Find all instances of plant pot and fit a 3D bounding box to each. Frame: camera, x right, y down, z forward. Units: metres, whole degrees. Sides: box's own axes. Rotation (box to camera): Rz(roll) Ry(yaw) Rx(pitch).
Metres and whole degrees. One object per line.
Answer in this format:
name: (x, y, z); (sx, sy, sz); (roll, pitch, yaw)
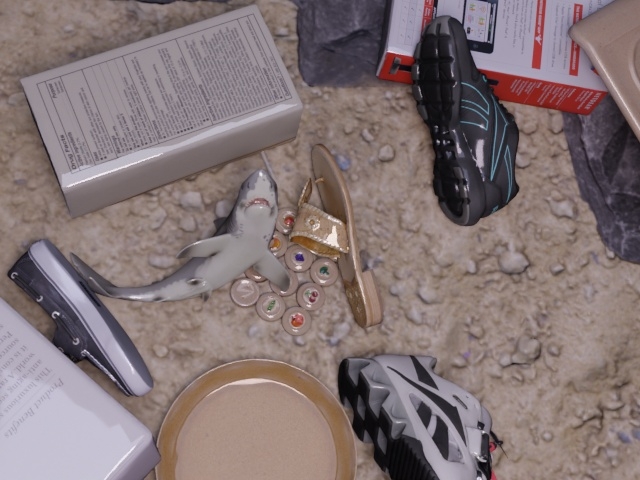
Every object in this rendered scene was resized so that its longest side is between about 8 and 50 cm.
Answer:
plant pot: (-0.075, 0.258, 1.260); (0.236, 0.032, 0.236); (2, 72, -7)

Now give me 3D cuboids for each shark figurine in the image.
shark figurine: (-0.151, 0.014, 1.309); (0.278, 0.166, 0.116); (-27, 41, 12)

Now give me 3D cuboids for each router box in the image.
router box: (0.248, -0.359, 1.467); (0.301, 0.082, 0.335); (10, 72, -4)

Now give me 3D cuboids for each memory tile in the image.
memory tile: (-0.036, 0.037, 1.344); (0.113, 0.012, 0.148); (29, 72, 3)

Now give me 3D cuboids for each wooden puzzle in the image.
wooden puzzle: (0.512, -0.188, 1.411); (0.322, 0.080, 0.347); (-32, 86, -28)

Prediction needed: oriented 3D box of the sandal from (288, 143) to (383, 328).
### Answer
sandal: (0.002, -0.002, 1.308); (0.079, 0.088, 0.240); (-16, 80, -18)

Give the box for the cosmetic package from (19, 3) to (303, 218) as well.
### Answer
cosmetic package: (-0.195, -0.162, 1.335); (0.310, 0.113, 0.160); (-20, 76, -12)

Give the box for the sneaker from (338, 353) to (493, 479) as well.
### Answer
sneaker: (0.148, 0.241, 1.197); (0.146, 0.122, 0.330); (-9, 44, -21)

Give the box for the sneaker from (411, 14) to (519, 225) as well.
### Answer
sneaker: (0.188, -0.157, 1.367); (0.106, 0.101, 0.267); (-17, 106, -24)

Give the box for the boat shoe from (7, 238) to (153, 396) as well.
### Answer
boat shoe: (-0.289, 0.104, 1.262); (0.076, 0.080, 0.228); (-39, 83, 0)

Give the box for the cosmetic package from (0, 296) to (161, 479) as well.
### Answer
cosmetic package: (-0.417, 0.160, 1.167); (0.453, 0.161, 0.230); (40, 72, 11)

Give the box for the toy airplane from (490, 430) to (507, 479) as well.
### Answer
toy airplane: (0.156, 0.275, 1.282); (0.151, 0.028, 0.151); (1, 60, -2)
